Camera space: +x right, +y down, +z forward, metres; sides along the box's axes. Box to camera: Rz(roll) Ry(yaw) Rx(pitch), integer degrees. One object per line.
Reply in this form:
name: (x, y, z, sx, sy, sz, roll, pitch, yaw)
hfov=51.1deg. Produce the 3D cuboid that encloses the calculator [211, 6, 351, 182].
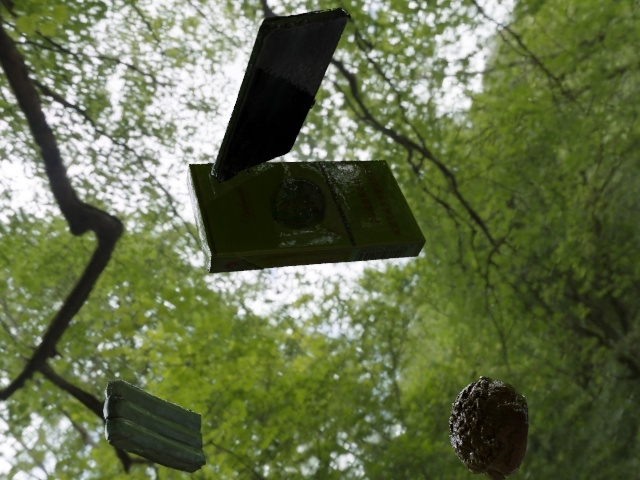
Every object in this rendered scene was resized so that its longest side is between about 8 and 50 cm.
calculator: (-0.058, -0.193, 0.914, 0.161, 0.021, 0.261, -27, -24, -43)

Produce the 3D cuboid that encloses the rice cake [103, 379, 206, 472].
rice cake: (-0.275, 0.308, 1.110, 0.038, 0.124, 0.211, -34, -49, 14)

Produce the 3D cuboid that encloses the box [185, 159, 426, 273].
box: (-0.023, -0.045, 1.020, 0.335, 0.187, 0.047, -3, -39, -22)

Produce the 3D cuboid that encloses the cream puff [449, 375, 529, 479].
cream puff: (0.234, 0.261, 0.947, 0.144, 0.103, 0.126, -68, -5, -53)
